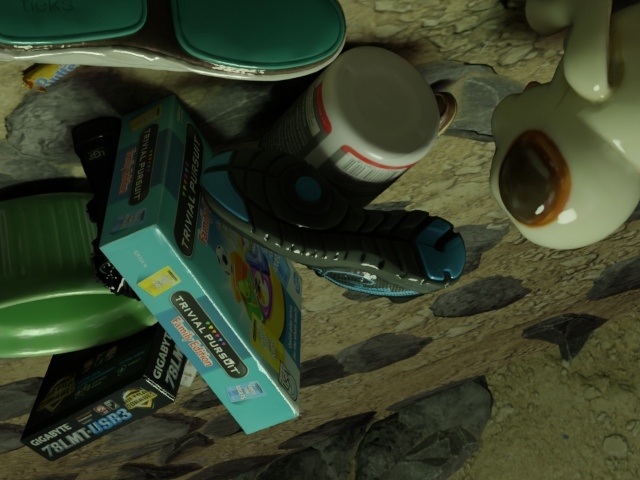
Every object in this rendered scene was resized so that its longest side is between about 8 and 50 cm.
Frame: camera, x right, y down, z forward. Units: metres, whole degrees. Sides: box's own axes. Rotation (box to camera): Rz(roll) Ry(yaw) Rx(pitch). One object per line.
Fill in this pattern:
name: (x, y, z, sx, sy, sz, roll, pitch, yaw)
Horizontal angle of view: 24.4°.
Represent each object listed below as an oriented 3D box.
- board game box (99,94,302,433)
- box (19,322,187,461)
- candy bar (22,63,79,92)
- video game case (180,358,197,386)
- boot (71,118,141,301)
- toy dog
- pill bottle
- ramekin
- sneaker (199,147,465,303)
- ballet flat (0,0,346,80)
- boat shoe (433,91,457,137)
board game box: (-0.132, 0.030, 1.790, 0.079, 0.254, 0.336, -21, 127, 17)
box: (-0.298, 0.155, 2.206, 0.295, 0.293, 0.073, -29, 125, 36)
candy bar: (-0.261, -0.204, 1.614, 0.161, 0.018, 0.040, -27, 158, 27)
video game case: (-0.160, 0.089, 2.238, 0.026, 0.227, 0.206, 19, 155, -5)
boot: (-0.233, -0.019, 1.864, 0.094, 0.207, 0.246, -16, 161, 8)
toy dog: (0.388, -0.146, 1.750, 0.408, 0.395, 0.284, -31, 166, 16)
pill bottle: (0.013, -0.110, 1.877, 0.161, 0.161, 0.283, -3, 158, -32)
ramekin: (-0.370, 0.048, 2.007, 0.303, 0.148, 0.303, -10, 164, -3)
sneaker: (0.000, 0.000, 1.785, 0.340, 0.125, 0.139, 23, 151, -17)
ballet flat: (-0.174, -0.226, 1.492, 0.400, 0.139, 0.139, -2, 157, -25)
boat shoe: (0.100, -0.151, 1.980, 0.178, 0.064, 0.060, -23, 162, 28)
